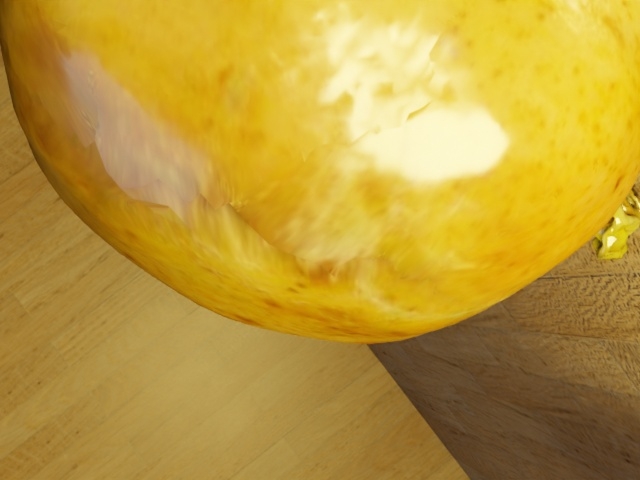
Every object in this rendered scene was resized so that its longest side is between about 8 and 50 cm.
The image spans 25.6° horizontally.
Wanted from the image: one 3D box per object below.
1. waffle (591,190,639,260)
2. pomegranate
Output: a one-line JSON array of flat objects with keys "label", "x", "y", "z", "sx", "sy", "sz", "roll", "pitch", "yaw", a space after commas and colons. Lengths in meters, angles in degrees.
[{"label": "waffle", "x": 0.086, "y": -0.112, "z": 0.839, "sx": 0.291, "sy": 0.051, "sz": 0.291, "roll": 49, "pitch": 172, "yaw": 9}, {"label": "pomegranate", "x": 0.006, "y": -0.091, "z": 0.580, "sx": 0.307, "sy": 0.307, "sz": 0.307, "roll": 52, "pitch": 174, "yaw": 8}]
